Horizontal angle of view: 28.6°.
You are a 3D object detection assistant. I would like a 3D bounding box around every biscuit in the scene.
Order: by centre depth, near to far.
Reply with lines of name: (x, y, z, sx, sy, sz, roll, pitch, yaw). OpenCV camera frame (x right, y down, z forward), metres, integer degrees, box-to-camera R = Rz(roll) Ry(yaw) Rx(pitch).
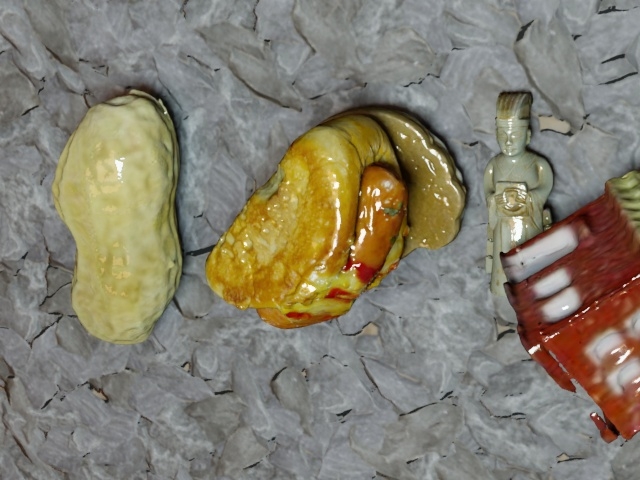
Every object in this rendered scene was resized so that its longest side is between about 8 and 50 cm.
biscuit: (0.055, -0.057, 1.373, 0.208, 0.049, 0.181, -26, 96, 33)

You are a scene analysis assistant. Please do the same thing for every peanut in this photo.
peanut: (-0.232, -0.018, 1.468, 0.149, 0.149, 0.313, 9, 117, 21)

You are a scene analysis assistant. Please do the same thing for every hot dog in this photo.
hot dog: (0.000, 0.000, 1.317, 0.153, 0.150, 0.256, 48, 123, 13)

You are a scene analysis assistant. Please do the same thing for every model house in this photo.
model house: (0.321, 0.038, 1.188, 0.254, 0.196, 0.160, -33, 111, 16)

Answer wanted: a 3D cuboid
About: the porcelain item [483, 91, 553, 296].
porcelain item: (0.206, -0.047, 1.309, 0.084, 0.054, 0.213, 1, 107, 22)
